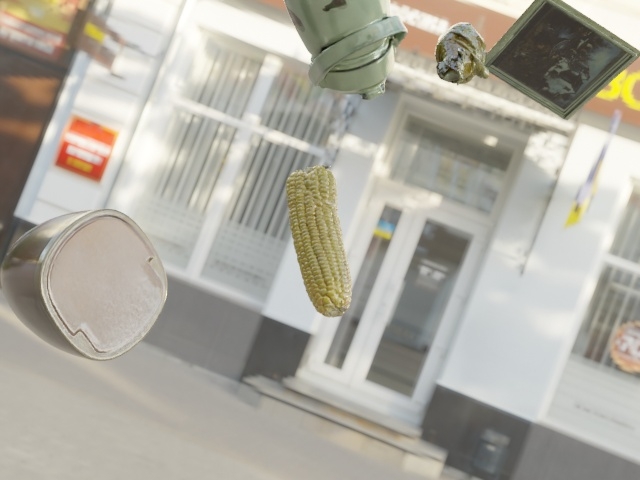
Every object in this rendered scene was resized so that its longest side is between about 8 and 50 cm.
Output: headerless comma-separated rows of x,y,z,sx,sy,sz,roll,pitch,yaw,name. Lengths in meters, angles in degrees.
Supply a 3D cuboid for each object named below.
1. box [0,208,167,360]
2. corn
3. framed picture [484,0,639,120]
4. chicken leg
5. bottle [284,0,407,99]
-0.489,0.087,2.255,0.301,0.301,0.216,23,-16,-40,box
0.000,0.000,1.972,0.101,0.292,0.101,-9,-24,-4,corn
0.470,-0.359,2.224,0.232,0.019,0.296,31,-26,-5,framed picture
0.253,-0.323,2.001,0.088,0.103,0.228,-16,25,18,chicken leg
0.046,-0.426,2.156,0.229,0.229,0.352,20,-40,37,bottle
